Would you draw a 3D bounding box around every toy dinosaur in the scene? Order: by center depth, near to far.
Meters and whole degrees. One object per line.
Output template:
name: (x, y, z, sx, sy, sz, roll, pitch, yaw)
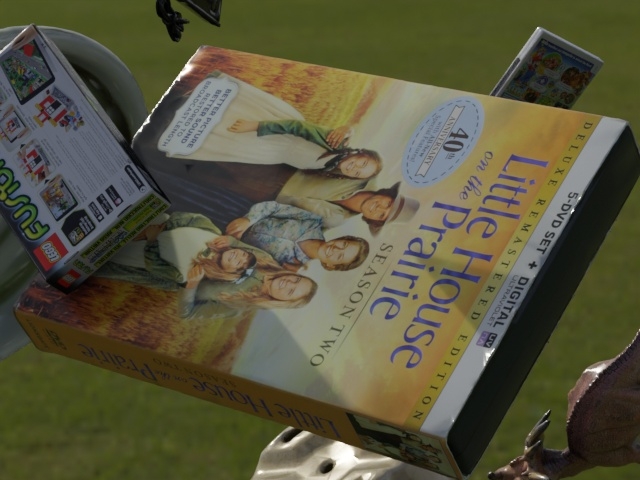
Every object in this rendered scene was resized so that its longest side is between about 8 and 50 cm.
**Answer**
toy dinosaur: (0.309, 0.194, 2.151, 0.200, 0.295, 0.127, 0, 35, -19)

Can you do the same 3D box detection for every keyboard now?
keyboard: (-0.116, -0.212, 1.501, 0.023, 0.108, 0.180, 3, -8, 20)

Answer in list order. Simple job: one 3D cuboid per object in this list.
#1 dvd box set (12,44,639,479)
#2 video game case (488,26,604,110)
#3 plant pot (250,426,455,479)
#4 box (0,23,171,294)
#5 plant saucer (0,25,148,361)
dvd box set: (0.000, 0.000, 1.516, 0.420, 0.062, 0.307, 14, 59, 35)
video game case: (0.185, -0.122, 1.701, 0.087, 0.122, 0.011, 20, 23, -41)
plant pot: (0.071, 0.372, 2.349, 0.334, 0.305, 0.334, -24, 29, 14)
box: (-0.219, -0.068, 1.564, 0.207, 0.114, 0.036, 53, 6, 30)
plant saucer: (-0.345, -0.041, 1.809, 0.400, 0.400, 0.100, -11, 41, -44)
